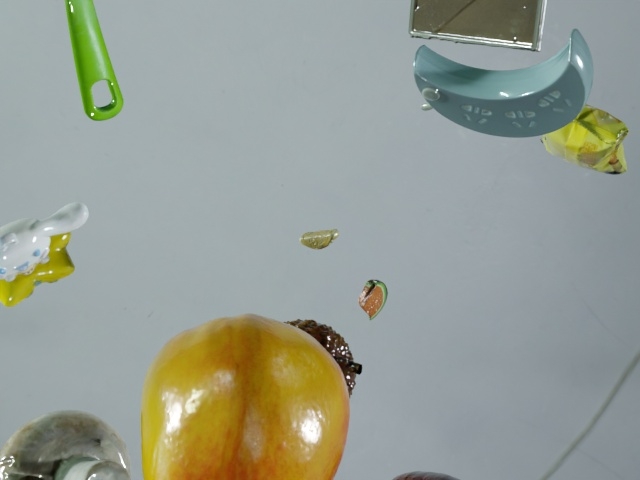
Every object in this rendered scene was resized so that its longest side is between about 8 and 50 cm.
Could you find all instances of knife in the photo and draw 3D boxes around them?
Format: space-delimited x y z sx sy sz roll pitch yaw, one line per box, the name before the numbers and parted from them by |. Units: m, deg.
knife | -0.153 -0.154 0.519 0.078 0.022 0.166 -22 138 -24

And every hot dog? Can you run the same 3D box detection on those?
hot dog | 0.000 0.000 1.602 0.090 0.030 0.034 -6 115 33

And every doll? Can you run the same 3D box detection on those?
doll | -0.268 0.004 0.716 0.135 0.113 0.072 -32 82 9

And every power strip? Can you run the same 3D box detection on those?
power strip | 0.233 -0.198 1.033 0.253 0.167 0.054 1 59 36

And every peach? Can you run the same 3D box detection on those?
peach | -0.099 0.263 1.045 0.288 0.289 0.308 -18 53 -1

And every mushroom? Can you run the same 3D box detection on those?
mushroom | -0.408 0.398 1.297 0.243 0.243 0.244 0 94 -3

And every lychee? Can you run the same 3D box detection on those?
lychee | -0.021 0.248 1.554 0.238 0.200 0.200 -9 95 32

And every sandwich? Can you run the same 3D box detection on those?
sandwich | 0.109 0.119 1.657 0.069 0.101 0.026 -43 53 -9

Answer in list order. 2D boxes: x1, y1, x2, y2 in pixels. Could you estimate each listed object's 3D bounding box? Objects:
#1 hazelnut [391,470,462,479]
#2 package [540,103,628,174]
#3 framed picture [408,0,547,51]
hazelnut | 0.185 0.479 1.319 0.204 0.178 0.178 37 92 23
package | 0.451 -0.178 1.356 0.168 0.226 0.090 28 92 20
framed picture | 0.267 -0.445 1.356 0.016 0.289 0.213 -12 114 -39
